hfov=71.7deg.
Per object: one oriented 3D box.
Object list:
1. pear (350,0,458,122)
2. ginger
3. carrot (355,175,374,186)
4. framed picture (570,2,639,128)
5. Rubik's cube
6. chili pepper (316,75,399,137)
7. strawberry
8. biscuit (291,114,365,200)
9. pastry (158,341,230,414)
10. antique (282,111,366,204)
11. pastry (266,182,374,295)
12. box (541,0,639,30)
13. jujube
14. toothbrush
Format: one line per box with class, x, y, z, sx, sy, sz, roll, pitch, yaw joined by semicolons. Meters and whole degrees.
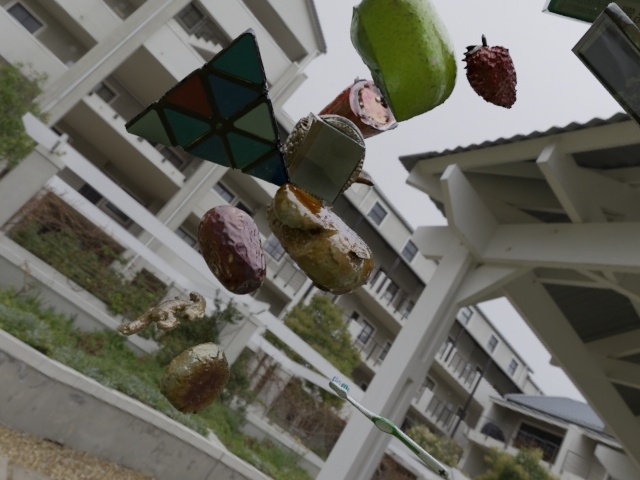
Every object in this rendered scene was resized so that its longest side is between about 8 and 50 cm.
pear;0.212;-0.524;1.159;0.342;0.239;0.318;-99;164;-51
ginger;-0.458;0.225;1.308;0.149;0.259;0.065;22;-54;55
carrot;0.115;-0.207;1.462;0.165;0.035;0.035;31;-17;40
framed picture;0.534;-0.260;0.738;0.260;0.023;0.189;53;16;5
Rubik's cube;-0.137;-0.285;0.727;0.285;0.234;0.250;15;-40;-12
chili pepper;0.121;-0.470;1.761;0.305;0.251;0.229;-27;-90;44
strawberry;0.428;-0.419;1.138;0.140;0.085;0.192;36;-20;38
biscuit;0.011;-0.223;1.227;0.259;0.259;0.079;53;4;-41
pastry;-0.328;0.361;1.174;0.093;0.182;0.192;34;-30;36
antique;-0.004;-0.187;0.966;0.148;0.146;0.152;26;16;-17
pastry;0.000;0.000;0.754;0.218;0.100;0.229;46;10;25
box;0.677;-0.586;1.037;0.245;0.092;0.153;20;-61;7
jujube;-0.297;0.029;1.512;0.317;0.223;0.223;61;-6;30
toothbrush;0.140;0.391;0.922;0.304;0.030;0.030;38;-19;8
